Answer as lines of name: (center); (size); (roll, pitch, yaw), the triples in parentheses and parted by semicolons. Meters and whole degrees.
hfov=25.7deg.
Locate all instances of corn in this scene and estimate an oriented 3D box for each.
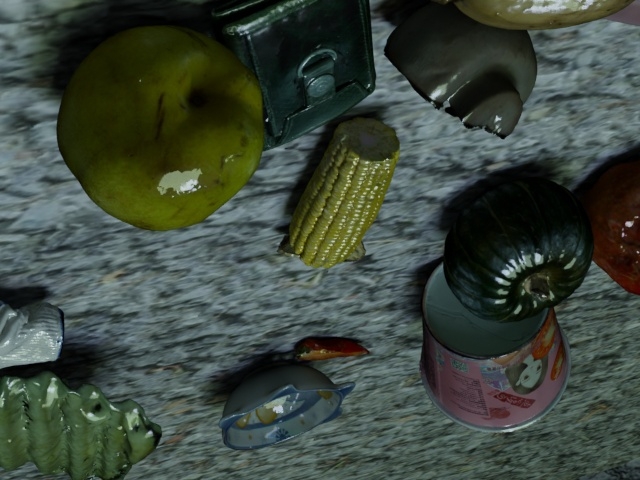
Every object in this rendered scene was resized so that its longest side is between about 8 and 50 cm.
corn: (0.029, -0.053, 1.685); (0.093, 0.093, 0.244); (-11, 154, -24)

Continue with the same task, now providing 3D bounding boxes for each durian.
durian: (-0.003, 0.008, 1.821); (0.130, 0.066, 0.052); (3, 146, -27)

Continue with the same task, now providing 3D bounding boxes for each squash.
squash: (0.272, 0.016, 1.935); (0.218, 0.172, 0.218); (-30, 163, -10)

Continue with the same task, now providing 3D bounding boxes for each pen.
pen: (0.397, -0.269, 1.628); (0.197, 0.032, 0.053); (1, 146, -37)

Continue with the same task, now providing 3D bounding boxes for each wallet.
wallet: (-0.018, -0.186, 1.424); (0.160, 0.055, 0.236); (-26, 156, -7)

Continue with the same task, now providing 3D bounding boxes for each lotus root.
lotus root: (0.227, -0.272, 1.346); (0.256, 0.140, 0.154); (-15, 149, -2)

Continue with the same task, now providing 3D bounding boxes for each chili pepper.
chili pepper: (0.021, 0.171, 2.224); (0.178, 0.027, 0.045); (4, 149, -44)

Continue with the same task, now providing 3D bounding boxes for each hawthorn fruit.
hawthorn fruit: (0.488, 0.004, 2.014); (0.207, 0.243, 0.207); (-16, 154, -8)

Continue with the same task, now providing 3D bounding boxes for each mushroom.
mushroom: (0.157, -0.194, 1.460); (0.188, 0.141, 0.117); (3, 123, -49)

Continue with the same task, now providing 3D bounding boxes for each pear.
pear: (-0.151, -0.104, 1.319); (0.200, 0.200, 0.200); (-18, 156, -9)

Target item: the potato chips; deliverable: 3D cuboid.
potato chips: (-0.427, 0.280, 1.920); (0.373, 0.097, 0.389); (5, 156, -32)

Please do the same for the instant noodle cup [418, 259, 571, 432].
instant noodle cup: (0.258, 0.139, 2.134); (0.243, 0.243, 0.231); (-22, 148, -1)

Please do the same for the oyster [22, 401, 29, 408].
oyster: (-0.423, 0.221, 1.947); (0.132, 0.029, 0.086); (-16, 155, -15)

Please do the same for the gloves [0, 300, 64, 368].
gloves: (-0.416, 0.122, 1.669); (0.229, 0.097, 0.119); (-13, 150, -30)

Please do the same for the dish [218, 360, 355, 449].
dish: (-0.063, 0.243, 2.232); (0.228, 0.086, 0.236); (-31, 154, 15)
